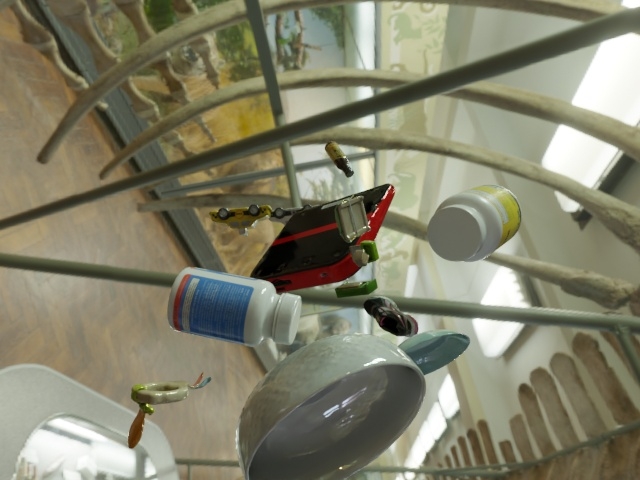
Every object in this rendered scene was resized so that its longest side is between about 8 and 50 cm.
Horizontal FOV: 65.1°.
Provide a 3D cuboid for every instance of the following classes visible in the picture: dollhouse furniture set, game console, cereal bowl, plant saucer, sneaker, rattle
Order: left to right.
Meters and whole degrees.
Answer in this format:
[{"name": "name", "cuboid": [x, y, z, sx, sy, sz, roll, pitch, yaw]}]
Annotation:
[{"name": "rattle", "cuboid": [-0.355, 0.401, 1.208, 0.200, 0.130, 0.142, 14, 62, -60]}, {"name": "game console", "cuboid": [0.000, 0.000, 1.367, 0.060, 0.387, 0.342, 55, 44, -23]}, {"name": "cereal bowl", "cuboid": [0.007, 0.284, 0.875, 0.141, 0.339, 0.339, 53, -20, 44]}, {"name": "dollhouse furniture set", "cuboid": [0.042, 0.009, 0.773, 0.076, 0.059, 0.151, -27, 105, -54]}, {"name": "sneaker", "cuboid": [0.174, 0.201, 1.337, 0.178, 0.077, 0.072, 24, -73, 46]}, {"name": "plant saucer", "cuboid": [0.206, 0.226, 1.020, 0.195, 0.195, 0.037, 81, -11, -54]}]

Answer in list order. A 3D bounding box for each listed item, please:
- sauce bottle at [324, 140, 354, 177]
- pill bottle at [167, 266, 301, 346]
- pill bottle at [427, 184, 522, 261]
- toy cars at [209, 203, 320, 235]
[{"name": "sauce bottle", "cuboid": [0.056, -0.230, 1.428, 0.128, 0.042, 0.042, 57, -13, 30]}, {"name": "pill bottle", "cuboid": [-0.153, 0.126, 0.920, 0.124, 0.222, 0.124, 10, 90, -82]}, {"name": "pill bottle", "cuboid": [0.423, -0.046, 1.381, 0.334, 0.188, 0.187, -19, 101, -53]}, {"name": "toy cars", "cuboid": [-0.163, -0.063, 1.614, 0.176, 0.394, 0.087, -9, -94, 49]}]
